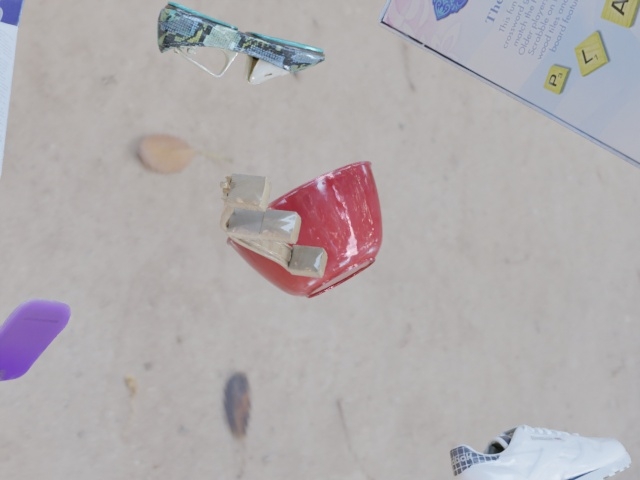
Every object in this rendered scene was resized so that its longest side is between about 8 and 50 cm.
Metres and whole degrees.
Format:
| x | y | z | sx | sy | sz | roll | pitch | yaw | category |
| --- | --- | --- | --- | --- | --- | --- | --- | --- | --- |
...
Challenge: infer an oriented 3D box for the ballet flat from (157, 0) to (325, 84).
| x | y | z | sx | sy | sz | roll | pitch | yaw | category |
| --- | --- | --- | --- | --- | --- | --- | --- | --- | --- |
| -0.089 | -0.203 | 1.369 | 0.188 | 0.070 | 0.070 | 15 | 62 | -15 | ballet flat |

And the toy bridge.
| x | y | z | sx | sy | sz | roll | pitch | yaw | category |
| --- | --- | --- | --- | --- | --- | --- | --- | --- | --- |
| -0.049 | -0.012 | 1.037 | 0.188 | 0.063 | 0.026 | 51 | 48 | -65 | toy bridge |

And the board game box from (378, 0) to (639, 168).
| x | y | z | sx | sy | sz | roll | pitch | yaw | category |
| --- | --- | --- | --- | --- | --- | --- | --- | --- | --- |
| 0.191 | -0.167 | 0.452 | 0.066 | 0.318 | 0.318 | 12 | 109 | -39 | board game box |

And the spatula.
| x | y | z | sx | sy | sz | roll | pitch | yaw | category |
| --- | --- | --- | --- | --- | --- | --- | --- | --- | --- |
| -0.337 | 0.140 | 1.113 | 0.030 | 0.296 | 0.084 | 63 | 19 | 17 | spatula |

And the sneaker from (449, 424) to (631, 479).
| x | y | z | sx | sy | sz | roll | pitch | yaw | category |
| --- | --- | --- | --- | --- | --- | --- | --- | --- | --- |
| 0.242 | 0.238 | 1.363 | 0.235 | 0.090 | 0.094 | -9 | 64 | -40 | sneaker |

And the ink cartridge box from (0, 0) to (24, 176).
| x | y | z | sx | sy | sz | roll | pitch | yaw | category |
| --- | --- | --- | --- | --- | --- | --- | --- | --- | --- |
| -0.403 | -0.142 | 1.259 | 0.045 | 0.223 | 0.224 | 41 | 43 | -53 | ink cartridge box |

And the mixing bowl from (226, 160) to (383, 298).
| x | y | z | sx | sy | sz | roll | pitch | yaw | category |
| --- | --- | --- | --- | --- | --- | --- | --- | --- | --- |
| 0.000 | 0.000 | 1.377 | 0.181 | 0.181 | 0.098 | -22 | 80 | -45 | mixing bowl |
